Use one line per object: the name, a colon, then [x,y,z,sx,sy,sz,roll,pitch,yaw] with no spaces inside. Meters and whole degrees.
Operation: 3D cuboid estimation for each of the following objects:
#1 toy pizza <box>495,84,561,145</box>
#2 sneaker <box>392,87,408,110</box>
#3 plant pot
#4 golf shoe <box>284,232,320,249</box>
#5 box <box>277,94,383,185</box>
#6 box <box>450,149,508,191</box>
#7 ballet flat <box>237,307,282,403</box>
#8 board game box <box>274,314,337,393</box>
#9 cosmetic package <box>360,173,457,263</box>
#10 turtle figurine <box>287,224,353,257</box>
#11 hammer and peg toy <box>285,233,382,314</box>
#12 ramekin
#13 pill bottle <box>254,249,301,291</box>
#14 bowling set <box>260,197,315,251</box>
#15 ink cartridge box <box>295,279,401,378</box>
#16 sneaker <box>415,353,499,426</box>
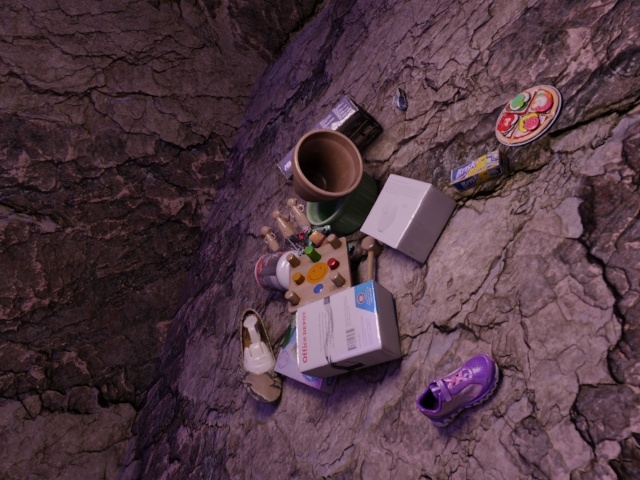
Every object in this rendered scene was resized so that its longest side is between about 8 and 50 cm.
toy pizza: [0.601,-0.371,1.309,0.201,0.032,0.201,-37,38,37]
sneaker: [0.333,-0.584,1.886,0.058,0.052,0.135,-48,25,43]
plant pot: [0.001,-0.250,1.671,0.229,0.262,0.263,139,149,-66]
golf shoe: [-0.057,0.021,1.889,0.198,0.094,0.077,1,56,20]
box: [0.050,-0.392,1.870,0.395,0.318,0.097,-42,74,20]
box: [0.478,-0.209,1.349,0.168,0.054,0.059,-23,48,49]
ballet flat: [-0.273,0.447,1.853,0.483,0.163,0.182,-122,26,-58]
board game box: [-0.023,0.367,1.654,0.318,0.065,0.318,-5,63,55]
cosmetic package: [0.283,-0.077,1.462,0.225,0.138,0.224,-62,30,4]
turtle figurine: [0.000,0.000,1.743,0.175,0.234,0.118,-54,9,30]
hammer and peg toy: [0.040,0.106,1.587,0.361,0.127,0.266,-24,40,20]
ramekin: [0.091,-0.171,1.823,0.303,0.148,0.304,-37,38,37]
pill bottle: [-0.139,0.132,1.911,0.318,0.176,0.177,-8,60,55]
bowling set: [-0.128,-0.087,2.013,0.287,0.154,0.200,-32,-1,34]
ink cartridge box: [0.081,0.289,1.417,0.307,0.129,0.223,-25,52,29]
sneaker: [0.325,0.361,1.086,0.236,0.104,0.095,-49,31,20]
